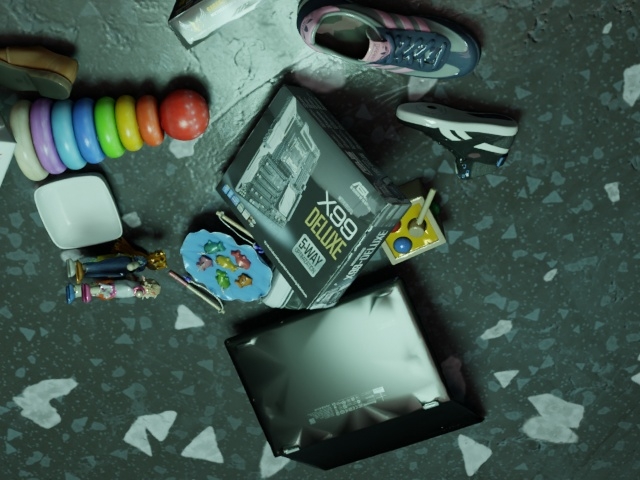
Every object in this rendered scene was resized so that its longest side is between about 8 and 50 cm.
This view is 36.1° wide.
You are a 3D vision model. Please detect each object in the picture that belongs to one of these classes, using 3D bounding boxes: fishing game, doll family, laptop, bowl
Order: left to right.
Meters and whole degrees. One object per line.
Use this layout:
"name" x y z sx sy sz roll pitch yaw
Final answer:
"bowl" -0.443 -0.062 1.813 0.142 0.053 0.142 -11 121 7
"doll family" -0.372 0.051 1.808 0.163 0.263 0.118 -5 90 -24
"fishing game" -0.179 0.057 1.828 0.189 0.041 0.264 37 139 -12
"laptop" 0.079 0.290 1.999 0.382 0.236 0.408 -21 98 15

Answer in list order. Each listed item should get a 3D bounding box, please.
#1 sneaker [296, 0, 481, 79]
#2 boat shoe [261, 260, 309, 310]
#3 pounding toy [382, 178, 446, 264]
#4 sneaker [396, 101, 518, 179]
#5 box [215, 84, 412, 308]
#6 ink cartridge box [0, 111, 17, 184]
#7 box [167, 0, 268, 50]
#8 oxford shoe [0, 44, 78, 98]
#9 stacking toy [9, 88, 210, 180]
"sneaker" 0.114 -0.315 1.608 0.319 0.131 0.112 11 120 -6
"boat shoe" 0.000 0.000 1.825 0.119 0.121 0.335 14 131 -22
"pounding toy" 0.166 -0.040 1.793 0.141 0.100 0.130 -24 119 14
"sneaker" 0.231 -0.167 1.727 0.217 0.079 0.121 8 120 -6
"box" -0.019 -0.075 1.674 0.076 0.307 0.242 -1 135 -51
"ink cartridge box" -0.670 -0.124 1.653 0.198 0.197 0.270 4 128 -41
"box" -0.120 -0.404 1.527 0.231 0.183 0.056 -26 119 16
"oxford shoe" -0.509 -0.301 1.666 0.212 0.076 0.076 16 155 7
"stacking toy" -0.355 -0.199 1.691 0.330 0.141 0.141 -10 121 1
